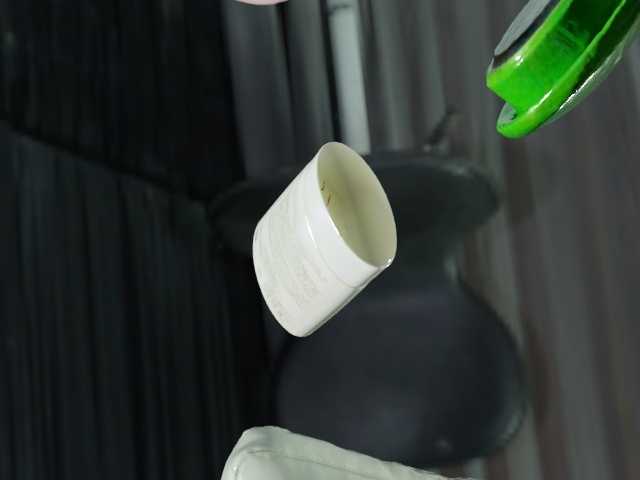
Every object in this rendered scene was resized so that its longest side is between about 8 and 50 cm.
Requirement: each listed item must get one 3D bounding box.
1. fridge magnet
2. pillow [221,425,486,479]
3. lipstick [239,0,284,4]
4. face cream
[{"bbox_3d":[0.221,-0.179,1.541,0.088,0.208,0.208,37,151,-7],"label":"fridge magnet"},{"bbox_3d":[0.016,0.310,1.280,0.255,0.322,0.120,16,-167,-10],"label":"pillow"},{"bbox_3d":[-0.011,-0.287,1.126,0.087,0.327,0.087,8,138,7],"label":"lipstick"},{"bbox_3d":[0.000,0.000,2.155,0.081,0.174,0.348,-13,167,-20],"label":"face cream"}]
